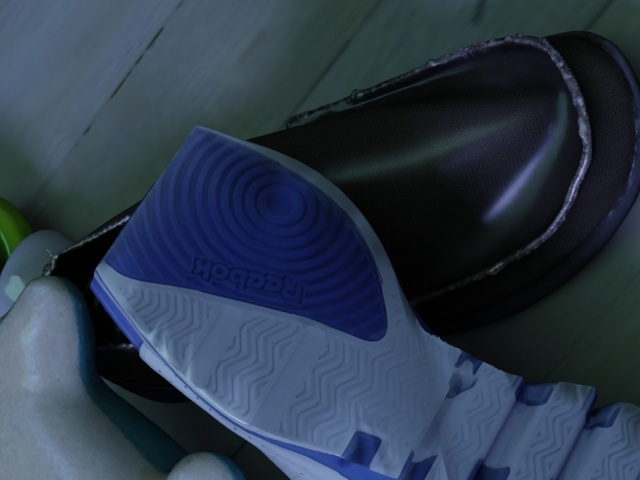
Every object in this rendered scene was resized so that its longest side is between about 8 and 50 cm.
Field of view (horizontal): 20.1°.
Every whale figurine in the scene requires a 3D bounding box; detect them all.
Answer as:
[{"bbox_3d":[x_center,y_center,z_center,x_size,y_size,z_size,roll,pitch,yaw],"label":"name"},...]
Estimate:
[{"bbox_3d":[-0.102,0.154,0.945,0.216,0.141,0.272,-33,74,37],"label":"whale figurine"}]

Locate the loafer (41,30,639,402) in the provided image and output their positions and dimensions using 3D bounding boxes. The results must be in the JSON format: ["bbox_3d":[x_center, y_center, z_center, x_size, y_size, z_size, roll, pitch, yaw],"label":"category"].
[{"bbox_3d":[0.000,0.000,0.945,0.366,0.130,0.134,-28,72,26],"label":"loafer"}]

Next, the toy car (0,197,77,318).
[{"bbox_3d":[-0.230,0.060,1.076,0.159,0.136,0.182,11,91,32],"label":"toy car"}]

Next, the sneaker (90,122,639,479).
[{"bbox_3d":[0.022,0.101,0.867,0.315,0.182,0.127,35,61,3],"label":"sneaker"}]
